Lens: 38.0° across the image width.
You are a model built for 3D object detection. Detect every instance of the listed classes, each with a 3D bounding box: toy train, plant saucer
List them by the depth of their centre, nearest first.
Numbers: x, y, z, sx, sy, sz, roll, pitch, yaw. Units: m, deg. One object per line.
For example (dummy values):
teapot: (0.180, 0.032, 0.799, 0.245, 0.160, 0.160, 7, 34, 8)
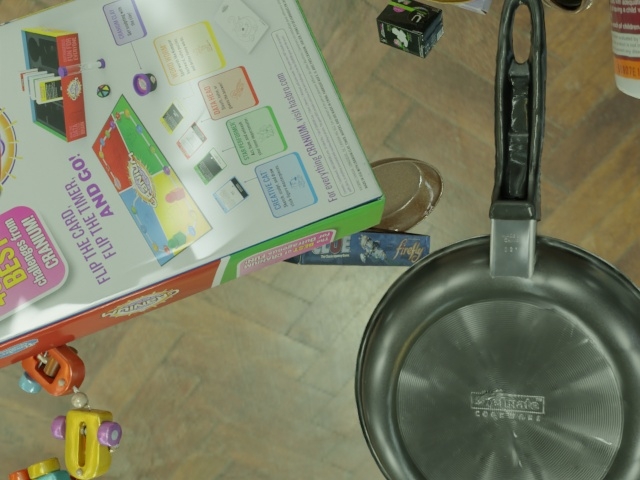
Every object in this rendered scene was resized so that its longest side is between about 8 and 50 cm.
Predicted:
toy train: (-0.214, 0.156, 0.750, 0.046, 0.125, 0.166, 3, 114, -63)
plant saucer: (0.095, -0.068, 1.458, 0.198, 0.036, 0.199, -15, 144, -11)

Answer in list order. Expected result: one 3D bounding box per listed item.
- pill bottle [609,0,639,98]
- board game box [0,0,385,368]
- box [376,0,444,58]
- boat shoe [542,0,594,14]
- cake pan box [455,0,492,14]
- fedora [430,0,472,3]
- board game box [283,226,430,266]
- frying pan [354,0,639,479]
pill bottle: (0.431, -0.370, 1.036, 0.224, 0.224, 0.392, -10, 108, 1)
board game box: (-0.143, -0.071, 0.702, 0.316, 0.242, 0.064, -20, 165, -6)
box: (0.137, -0.327, 1.418, 0.083, 0.062, 0.052, 26, 155, 25)
boat shoe: (0.304, -0.464, 1.336, 0.123, 0.116, 0.324, -33, 108, 33)
cake pan box: (0.197, -0.525, 1.521, 0.266, 0.070, 0.246, 23, 106, 15)
fedora: (0.153, -0.384, 1.147, 0.194, 0.194, 0.079, 1, 153, -8)
board game box: (0.000, 0.000, 1.148, 0.243, 0.165, 0.042, 3, 96, -49)
frying pan: (0.135, 0.036, 0.537, 0.197, 0.053, 0.326, 25, 103, 14)
